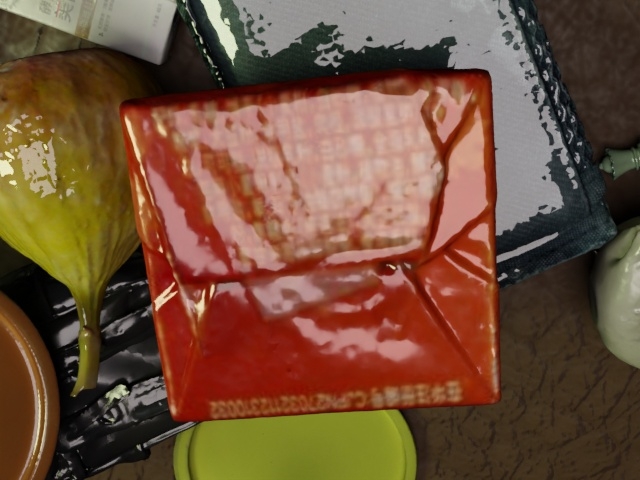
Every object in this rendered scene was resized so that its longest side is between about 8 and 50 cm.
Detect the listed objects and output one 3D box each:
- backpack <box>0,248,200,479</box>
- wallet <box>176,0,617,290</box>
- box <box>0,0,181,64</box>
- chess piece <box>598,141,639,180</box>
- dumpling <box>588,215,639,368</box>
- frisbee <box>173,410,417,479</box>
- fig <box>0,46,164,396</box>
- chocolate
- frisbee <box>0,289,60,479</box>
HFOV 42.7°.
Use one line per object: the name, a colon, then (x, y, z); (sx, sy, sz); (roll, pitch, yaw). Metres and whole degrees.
backpack: (-0.187, 0.104, 0.704); (0.258, 0.133, 0.206); (-21, 113, 2)
wallet: (0.058, -0.109, 0.625); (0.237, 0.075, 0.342); (-25, 106, 7)
box: (-0.213, -0.198, 0.621); (0.218, 0.039, 0.055); (18, 113, -5)
chess piece: (0.272, -0.071, 0.661); (0.093, 0.042, 0.042); (-13, 111, 12)
dumpling: (0.297, 0.042, 0.675); (0.150, 0.092, 0.176); (-3, 111, 4)
frisbee: (-0.024, 0.216, 0.795); (0.236, 0.017, 0.236); (0, 112, 1)
fig: (-0.184, -0.014, 0.606); (0.159, 0.159, 0.257); (-4, 90, 3)
chocolate: (0.000, 0.000, 0.575); (0.237, 0.108, 0.234); (-6, 108, 4)
frisbee: (-0.304, 0.131, 0.559); (0.251, 0.021, 0.250); (-4, 98, -34)
